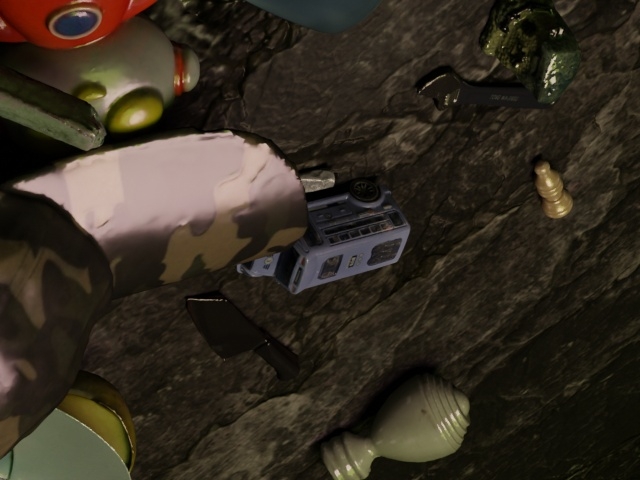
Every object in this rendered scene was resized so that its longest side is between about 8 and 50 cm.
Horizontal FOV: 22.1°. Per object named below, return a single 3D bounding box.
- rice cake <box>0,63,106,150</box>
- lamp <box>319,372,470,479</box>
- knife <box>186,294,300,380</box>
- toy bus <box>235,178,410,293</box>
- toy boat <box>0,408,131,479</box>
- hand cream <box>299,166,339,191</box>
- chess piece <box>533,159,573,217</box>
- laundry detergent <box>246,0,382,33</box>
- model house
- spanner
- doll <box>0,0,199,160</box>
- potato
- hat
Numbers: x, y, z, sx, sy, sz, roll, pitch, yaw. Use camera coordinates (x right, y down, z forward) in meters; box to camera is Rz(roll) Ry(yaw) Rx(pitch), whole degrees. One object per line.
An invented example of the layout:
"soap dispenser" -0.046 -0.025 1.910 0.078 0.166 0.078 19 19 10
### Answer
"rice cake" -0.240 -0.113 1.109 0.207 0.033 0.033 24 143 -12
"lamp" 0.093 0.233 1.989 0.193 0.106 0.106 -27 151 7
"knife" -0.086 0.102 1.698 0.060 0.028 0.230 -25 149 10
"toy bus" 0.000 0.000 1.575 0.167 0.076 0.073 -16 145 -29
"toy boat" -0.256 0.212 1.474 0.291 0.067 0.220 33 114 -20
"hand cream" -0.026 -0.052 1.540 0.093 0.019 0.030 -11 146 -22
"chess piece" 0.249 -0.060 1.774 0.035 0.035 0.092 -34 147 0
"laundry detergent" -0.033 -0.217 1.248 0.206 0.061 0.096 9 138 -49
"model house" 0.197 -0.178 1.502 0.066 0.083 0.079 -9 143 -33
"spanner" 0.168 -0.144 1.593 0.208 0.012 0.046 -1 136 -43
"doll" -0.176 -0.148 1.160 0.199 0.105 0.336 -14 146 -11
"potato" -0.287 0.212 1.566 0.160 0.111 0.272 38 112 -17
"hat" -0.195 0.067 1.262 0.381 0.257 0.366 2 162 -15
